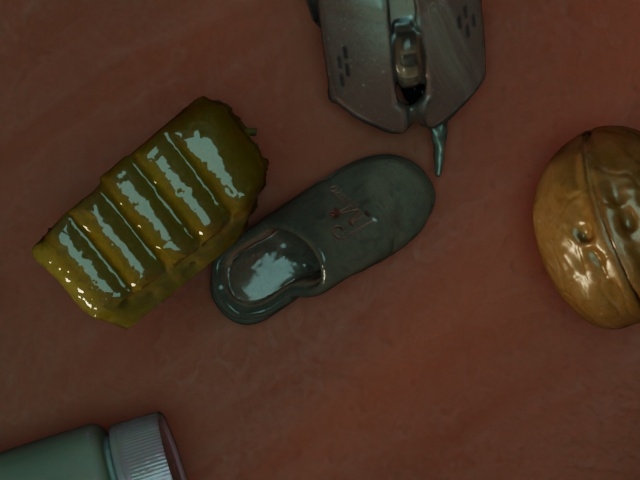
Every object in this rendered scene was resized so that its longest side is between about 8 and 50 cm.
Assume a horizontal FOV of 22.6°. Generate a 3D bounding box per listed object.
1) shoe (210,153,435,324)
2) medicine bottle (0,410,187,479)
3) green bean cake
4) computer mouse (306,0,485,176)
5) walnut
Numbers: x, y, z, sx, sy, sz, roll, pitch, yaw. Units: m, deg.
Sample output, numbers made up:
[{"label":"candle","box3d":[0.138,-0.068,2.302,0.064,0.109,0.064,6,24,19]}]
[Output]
[{"label":"shoe","box3d":[0.000,0.000,1.595,0.251,0.100,0.103,-33,91,2]},{"label":"medicine bottle","box3d":[-0.247,0.258,1.573,0.225,0.139,0.139,-18,91,-1]},{"label":"green bean cake","box3d":[-0.146,-0.029,1.524,0.233,0.236,0.124,-40,94,2]},{"label":"computer mouse","box3d":[0.072,-0.253,1.587,0.200,0.115,0.389,-10,90,2]},{"label":"walnut","box3d":[0.293,-0.014,1.573,0.165,0.165,0.197,-17,99,-1]}]
